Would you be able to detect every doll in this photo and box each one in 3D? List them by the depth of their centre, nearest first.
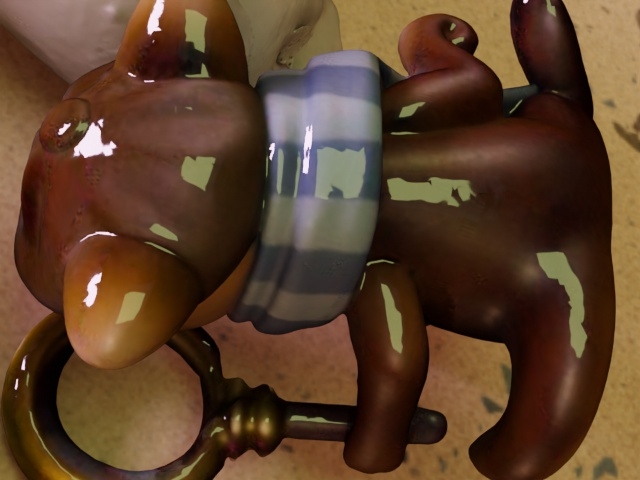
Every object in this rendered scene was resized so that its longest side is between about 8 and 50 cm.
[{"bbox_3d":[-0.001,0.000,0.993,0.340,0.209,0.318,7,84,-24],"label":"doll"}]

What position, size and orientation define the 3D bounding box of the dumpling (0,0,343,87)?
[{"bbox_3d":[-0.096,-0.206,1.070,0.341,0.181,0.260,28,55,-16],"label":"dumpling"}]
